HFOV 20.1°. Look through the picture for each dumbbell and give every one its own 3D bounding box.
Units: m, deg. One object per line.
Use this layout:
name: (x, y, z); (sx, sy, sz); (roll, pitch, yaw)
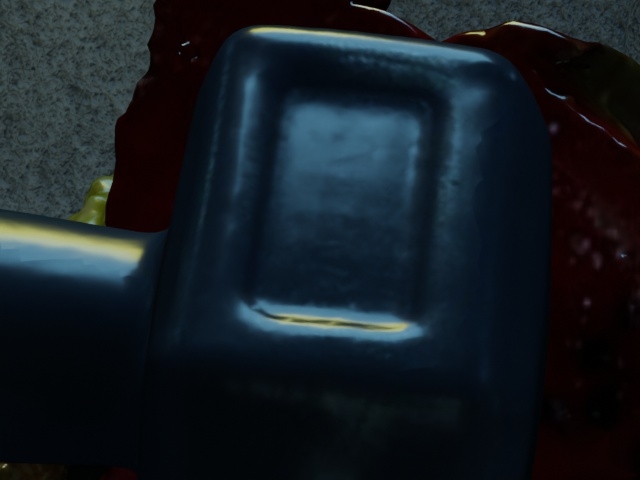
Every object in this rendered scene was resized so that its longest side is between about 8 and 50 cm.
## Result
dumbbell: (-0.110, 0.018, 0.397); (0.316, 0.156, 0.144); (6, 27, 3)

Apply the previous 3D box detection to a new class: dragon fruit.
dragon fruit: (0.117, 0.018, 0.720); (0.329, 0.228, 0.286); (2, -6, 33)

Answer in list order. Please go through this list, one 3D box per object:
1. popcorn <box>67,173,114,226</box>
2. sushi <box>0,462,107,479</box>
popcorn: (-0.121, 0.045, 1.489); (0.212, 0.259, 0.259); (31, 2, 12)
sushi: (-0.152, 0.087, 0.776); (0.201, 0.031, 0.139); (5, -3, 30)
